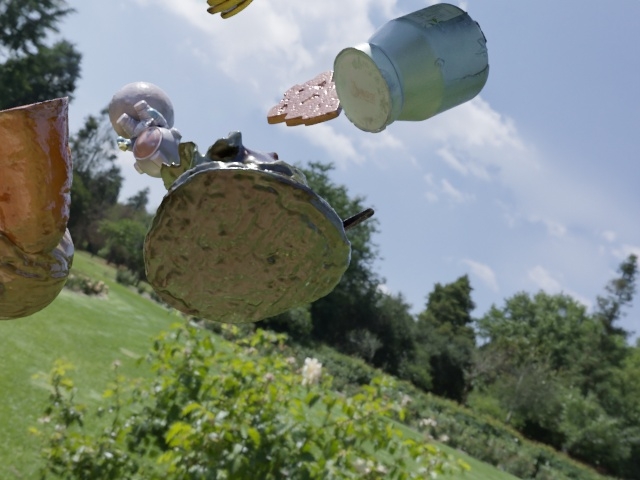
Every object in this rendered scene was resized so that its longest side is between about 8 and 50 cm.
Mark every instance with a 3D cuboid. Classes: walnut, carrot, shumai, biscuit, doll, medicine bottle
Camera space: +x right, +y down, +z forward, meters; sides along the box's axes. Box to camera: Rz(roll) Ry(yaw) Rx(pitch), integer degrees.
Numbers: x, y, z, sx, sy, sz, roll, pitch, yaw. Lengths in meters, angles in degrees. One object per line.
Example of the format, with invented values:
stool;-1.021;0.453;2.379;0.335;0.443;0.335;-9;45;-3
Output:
walnut;-0.556;0.028;1.114;0.228;0.227;0.228;24;-9;4
carrot;-0.430;-0.088;0.934;0.159;0.224;0.159;-9;11;2
shumai;-0.117;-0.041;1.070;0.330;0.291;0.288;11;19;-9
biscuit;-0.024;-0.436;2.027;0.306;0.284;0.043;41;-16;50
doll;-0.367;-0.231;1.364;0.151;0.151;0.287;34;17;-45
medicine bottle;0.198;-0.384;1.440;0.245;0.290;0.244;39;-35;35

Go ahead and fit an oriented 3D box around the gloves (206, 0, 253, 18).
gloves;-0.150;-0.620;1.429;0.116;0.294;0.133;48;2;18

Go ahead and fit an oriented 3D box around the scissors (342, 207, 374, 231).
scissors;0.000;0.000;1.634;0.160;0.318;0.024;62;11;2
